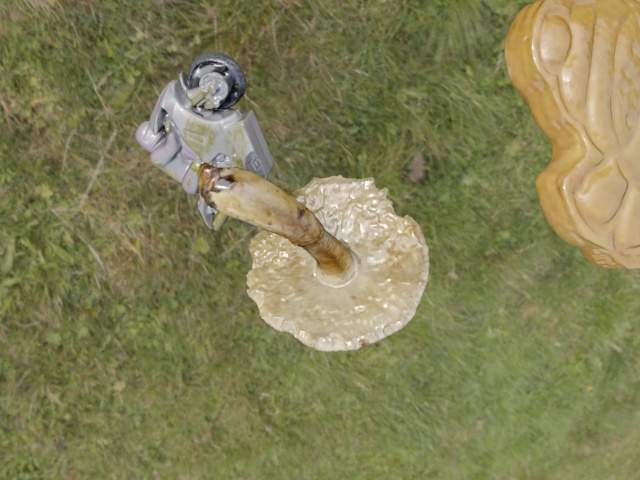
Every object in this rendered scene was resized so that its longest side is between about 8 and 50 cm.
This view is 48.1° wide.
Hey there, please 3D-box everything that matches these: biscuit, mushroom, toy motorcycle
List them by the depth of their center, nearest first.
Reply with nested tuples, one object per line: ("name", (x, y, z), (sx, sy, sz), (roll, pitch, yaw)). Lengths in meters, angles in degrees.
("biscuit", (0.333, -0.120, 0.756), (0.351, 0.057, 0.312), (6, 80, -33))
("toy motorcycle", (-0.137, -0.106, 0.832), (0.152, 0.073, 0.225), (-2, 125, 16))
("mushroom", (-0.007, 0.031, 0.844), (0.302, 0.233, 0.207), (-16, 126, -64))
